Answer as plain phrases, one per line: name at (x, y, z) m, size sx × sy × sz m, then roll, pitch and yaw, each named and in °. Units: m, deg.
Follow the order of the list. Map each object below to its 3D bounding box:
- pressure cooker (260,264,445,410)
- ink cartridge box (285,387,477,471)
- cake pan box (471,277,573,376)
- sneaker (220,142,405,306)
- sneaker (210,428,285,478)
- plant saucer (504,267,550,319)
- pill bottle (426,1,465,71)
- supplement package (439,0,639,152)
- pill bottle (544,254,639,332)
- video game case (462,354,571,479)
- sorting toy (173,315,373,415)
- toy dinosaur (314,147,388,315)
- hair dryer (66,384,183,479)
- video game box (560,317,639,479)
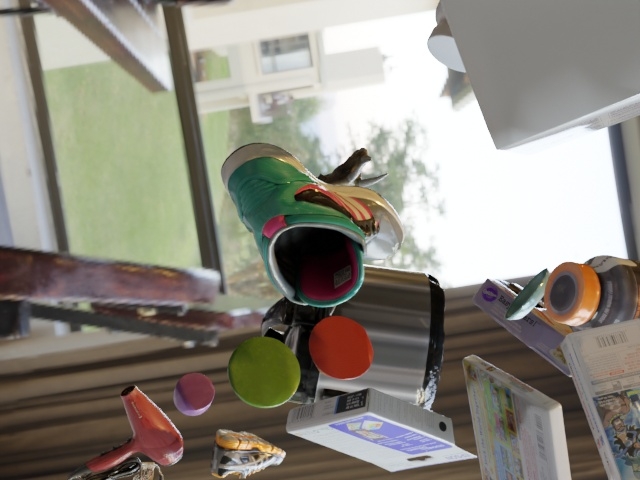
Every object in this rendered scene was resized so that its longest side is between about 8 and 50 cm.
pressure cooker at (0.064, 0.233, 2.124) m, size 0.375 × 0.420 × 0.370 m, roll -89°, pitch -171°, yaw -66°
ink cartridge box at (0.089, 0.283, 1.302) m, size 0.206 × 0.208 × 0.045 m, roll -28°, pitch -138°, yaw 50°
cake pan box at (0.461, 0.180, 1.858) m, size 0.267 × 0.070 × 0.245 m, roll 39°, pitch 11°, yaw 27°
sneaker at (0.021, 0.005, 1.066) m, size 0.295 × 0.124 × 0.178 m, roll 22°, pitch 33°, yaw -41°
sneaker at (-0.147, 0.422, 1.724) m, size 0.215 × 0.084 × 0.083 m, roll 29°, pitch 78°, yaw -54°
plant saucer at (0.377, 0.101, 1.587) m, size 0.021 × 0.119 × 0.119 m, roll 39°, pitch -2°, yaw 2°
pill bottle at (0.350, -0.521, 1.945) m, size 0.278 × 0.162 × 0.162 m, roll -62°, pitch 169°, yaw -15°
supplement package at (0.251, -0.211, 0.881) m, size 0.199 × 0.198 × 0.262 m, roll 70°, pitch 19°, yaw 2°
pill bottle at (0.442, 0.093, 1.260) m, size 0.130 × 0.245 × 0.130 m, roll -168°, pitch -90°, yaw -68°
video game case at (0.277, 0.294, 1.230) m, size 0.206 × 0.026 × 0.227 m, roll 26°, pitch -49°, yaw 64°
sorting toy at (-0.088, 0.244, 1.573) m, size 0.127 × 0.365 × 0.126 m, roll 67°, pitch -24°, yaw 20°
toy dinosaur at (0.000, 0.000, 1.373) m, size 0.160 × 0.121 × 0.314 m, roll 41°, pitch -47°, yaw 53°
hair dryer at (-0.397, 0.441, 1.836) m, size 0.080 × 0.223 × 0.294 m, roll -144°, pitch -116°, yaw -65°
video game box at (0.407, 0.179, 1.020) m, size 0.048 × 0.205 × 0.187 m, roll 88°, pitch -10°, yaw -62°
